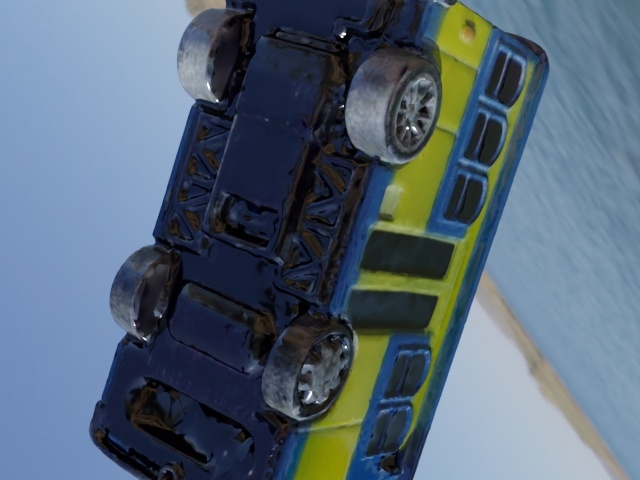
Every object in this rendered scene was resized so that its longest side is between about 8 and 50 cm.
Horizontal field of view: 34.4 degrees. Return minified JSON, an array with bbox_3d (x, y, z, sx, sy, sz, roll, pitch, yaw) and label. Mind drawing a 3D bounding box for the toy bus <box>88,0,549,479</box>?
[{"bbox_3d":[0.000,0.000,0.571,0.138,0.287,0.175,21,-173,31],"label":"toy bus"}]
